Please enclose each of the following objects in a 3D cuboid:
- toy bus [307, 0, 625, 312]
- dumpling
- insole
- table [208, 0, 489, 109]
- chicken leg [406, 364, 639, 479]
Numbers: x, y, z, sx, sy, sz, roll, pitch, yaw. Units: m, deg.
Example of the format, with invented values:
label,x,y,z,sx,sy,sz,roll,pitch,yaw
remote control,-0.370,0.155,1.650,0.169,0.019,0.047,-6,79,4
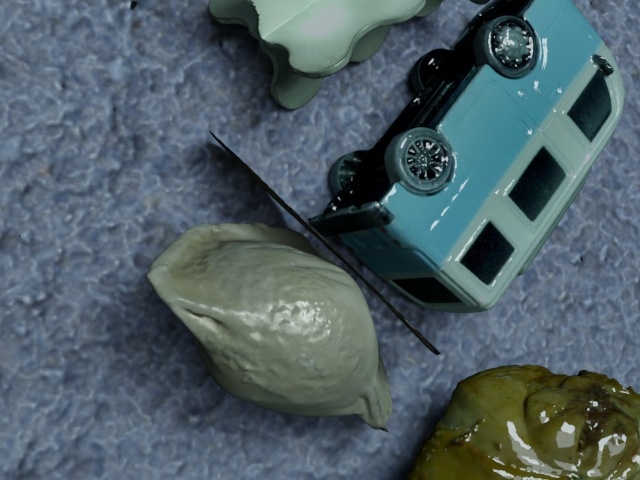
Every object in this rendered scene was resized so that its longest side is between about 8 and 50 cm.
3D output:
label,x,y,z,sx,sy,sz,roll,pitch,yaw
toy bus,0.139,-0.076,0.764,0.165,0.133,0.271,43,72,-14
dumpling,-0.030,0.051,0.690,0.216,0.126,0.166,10,40,-15
insole,0.000,0.000,0.704,0.253,0.086,0.005,44,89,9
table,0.022,-0.211,0.736,0.198,0.166,0.166,-38,95,-14
chicken leg,0.096,0.232,0.694,0.429,0.153,0.201,-27,99,-15
